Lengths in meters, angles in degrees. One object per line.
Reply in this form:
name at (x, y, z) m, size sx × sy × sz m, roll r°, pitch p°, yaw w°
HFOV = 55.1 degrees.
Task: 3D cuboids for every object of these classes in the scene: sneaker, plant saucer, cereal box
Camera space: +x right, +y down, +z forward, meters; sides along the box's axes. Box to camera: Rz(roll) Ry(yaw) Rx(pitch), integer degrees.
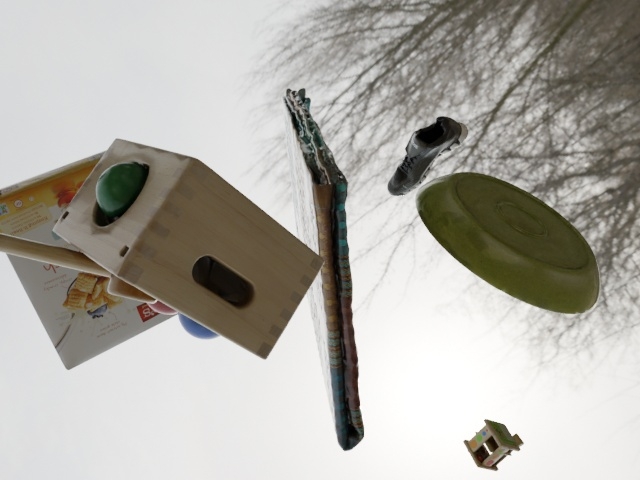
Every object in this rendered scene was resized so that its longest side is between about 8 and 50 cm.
sneaker at (0.228, -0.202, 1.424) m, size 0.106 × 0.234 × 0.078 m, roll 24°, pitch -152°, yaw -48°
plant saucer at (0.226, -0.013, 0.714) m, size 0.240 × 0.037 × 0.241 m, roll 19°, pitch -149°, yaw -12°
cereal box at (-0.285, 0.024, 0.769) m, size 0.172 × 0.047 × 0.240 m, roll -27°, pitch -59°, yaw -23°

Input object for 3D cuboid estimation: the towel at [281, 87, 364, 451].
towel at (0.000, 0.000, 0.674) m, size 0.040 × 0.272 × 0.370 m, roll -8°, pitch -155°, yaw -4°

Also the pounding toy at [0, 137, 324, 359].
pounding toy at (-0.102, 0.006, 0.368) m, size 0.141 × 0.130 × 0.100 m, roll 39°, pitch -103°, yaw -39°

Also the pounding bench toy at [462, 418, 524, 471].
pounding bench toy at (0.286, 0.339, 1.002) m, size 0.083 × 0.065 × 0.052 m, roll 24°, pitch -156°, yaw -32°
